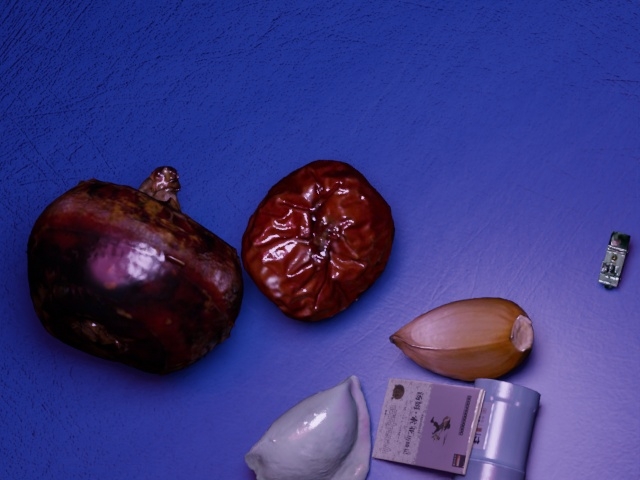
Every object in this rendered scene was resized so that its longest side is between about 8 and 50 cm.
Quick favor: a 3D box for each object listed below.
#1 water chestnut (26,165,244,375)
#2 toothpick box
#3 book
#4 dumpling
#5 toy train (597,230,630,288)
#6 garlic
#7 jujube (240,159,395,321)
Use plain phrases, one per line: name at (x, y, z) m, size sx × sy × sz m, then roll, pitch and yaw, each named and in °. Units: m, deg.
water chestnut at (-0.268, 0.029, 1.924) m, size 0.350 × 0.350 × 0.302 m, roll 13°, pitch 65°, yaw 15°
toothpick box at (0.255, 0.287, 1.855) m, size 0.101 × 0.101 × 0.153 m, roll 10°, pitch 75°, yaw 14°
book at (0.155, 0.269, 1.878) m, size 0.181 × 0.014 × 0.127 m, roll 2°, pitch 72°, yaw 46°
dumpling at (-0.003, 0.301, 1.916) m, size 0.216 × 0.149 × 0.105 m, roll -43°, pitch 32°, yaw -9°
toy train at (0.438, 0.030, 1.915) m, size 0.033 × 0.053 × 0.083 m, roll 15°, pitch 77°, yaw 15°
garlic at (0.216, 0.152, 1.900) m, size 0.206 × 0.128 × 0.115 m, roll -7°, pitch 117°, yaw 13°
jujube at (0.000, 0.000, 1.943) m, size 0.232 × 0.213 × 0.213 m, roll -45°, pitch 71°, yaw 2°
